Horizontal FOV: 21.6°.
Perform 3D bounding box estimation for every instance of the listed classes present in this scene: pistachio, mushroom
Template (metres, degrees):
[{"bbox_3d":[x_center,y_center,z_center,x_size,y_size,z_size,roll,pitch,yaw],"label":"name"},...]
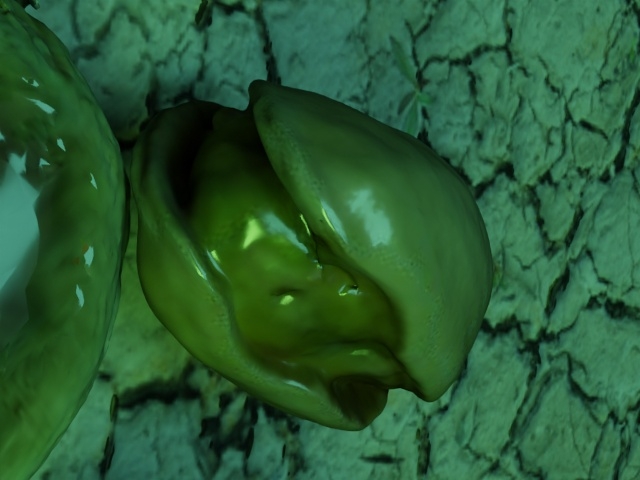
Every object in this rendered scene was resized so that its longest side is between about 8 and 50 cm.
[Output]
[{"bbox_3d":[0.000,0.000,0.887,0.197,0.166,0.288,65,5,22],"label":"pistachio"},{"bbox_3d":[-0.204,0.035,0.731,0.344,0.130,0.247,-48,131,-31],"label":"mushroom"}]
